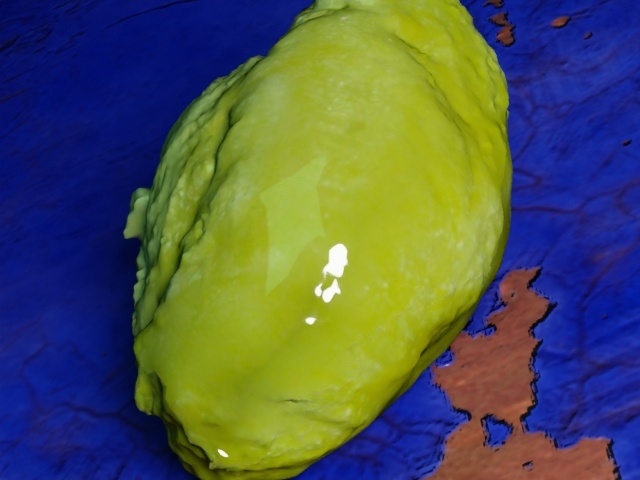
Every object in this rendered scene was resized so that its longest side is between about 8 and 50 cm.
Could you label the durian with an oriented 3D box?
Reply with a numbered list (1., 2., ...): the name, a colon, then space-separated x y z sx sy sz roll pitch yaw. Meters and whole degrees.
1. durian: 0.000 0.000 1.149 0.256 0.204 0.339 -28 42 28
